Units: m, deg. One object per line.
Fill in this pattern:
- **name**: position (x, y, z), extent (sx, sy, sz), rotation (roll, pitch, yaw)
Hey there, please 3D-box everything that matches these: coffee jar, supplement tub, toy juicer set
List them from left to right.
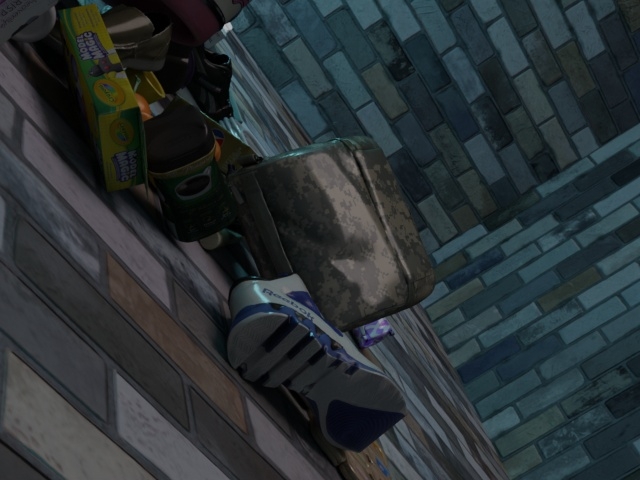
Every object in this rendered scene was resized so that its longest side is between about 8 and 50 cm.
- **supplement tub**: position (-0.354, -0.289, 1.205), extent (0.071, 0.071, 0.107), rotation (52, 10, -38)
- **coffee jar**: position (-0.169, -0.084, 1.272), extent (0.079, 0.096, 0.184), rotation (59, -12, 35)
- **toy juicer set**: position (-0.187, -0.108, 1.467), extent (0.329, 0.089, 0.209), rotation (55, 7, -19)

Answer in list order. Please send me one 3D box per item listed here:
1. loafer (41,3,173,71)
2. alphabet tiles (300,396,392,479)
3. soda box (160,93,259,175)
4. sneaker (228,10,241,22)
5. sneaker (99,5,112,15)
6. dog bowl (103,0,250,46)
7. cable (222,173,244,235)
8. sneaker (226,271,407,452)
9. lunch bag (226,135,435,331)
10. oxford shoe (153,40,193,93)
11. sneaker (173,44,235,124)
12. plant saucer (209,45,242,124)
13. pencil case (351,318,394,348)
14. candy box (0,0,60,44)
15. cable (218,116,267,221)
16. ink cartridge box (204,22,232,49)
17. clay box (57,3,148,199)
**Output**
- **loafer**: position (-0.283, -0.284, 1.364), extent (0.094, 0.087, 0.251), rotation (35, 20, 11)
- **alphabet tiles**: position (0.023, 0.270, 1.524), extent (0.278, 0.021, 0.284), rotation (52, 8, -16)
- **soda box**: position (-0.179, -0.161, 1.627), extent (0.181, 0.058, 0.061), rotation (38, -3, 29)
- **sneaker**: position (-0.239, -0.488, 1.895), extent (0.282, 0.099, 0.153), rotation (42, -21, 51)
- **sneaker**: position (-0.306, -0.405, 1.757), extent (0.086, 0.132, 0.228), rotation (55, 8, -21)
- **dog bowl**: position (-0.282, -0.446, 1.511), extent (0.408, 0.150, 0.408), rotation (32, -5, 3)
- **cable**: position (-0.062, -0.056, 1.691), extent (0.287, 0.072, 0.139), rotation (11, 40, -22)
- **sneaker**: position (-0.015, 0.137, 1.357), extent (0.315, 0.127, 0.182), rotation (43, 15, -35)
- **lunch bag**: position (0.000, 0.000, 1.533), extent (0.256, 0.213, 0.305), rotation (-18, 86, -58)
- **oxford shoe**: position (-0.253, -0.372, 1.797), extent (0.076, 0.212, 0.076), rotation (17, 24, -26)
- **sneaker**: position (-0.208, -0.295, 1.969), extent (0.283, 0.124, 0.107), rotation (51, 10, -43)
- **plant saucer**: position (-0.221, -0.320, 2.152), extent (0.018, 0.067, 0.192), rotation (-6, 70, -48)
- **pencil case**: position (0.072, 0.139, 2.180), extent (0.088, 0.086, 0.206), rotation (-15, 69, -53)
- **candy box**: position (-0.353, -0.351, 1.131), extent (0.233, 0.159, 0.071), rotation (61, 10, 31)
- **cable**: position (-0.126, -0.106, 1.867), extent (0.257, 0.089, 0.257), rotation (56, 7, -4)
- **ink cartridge box**: position (-0.268, -0.448, 2.142), extent (0.092, 0.143, 0.090), rotation (55, 8, -19)
- **clay box**: position (-0.254, -0.159, 1.185), extent (0.127, 0.053, 0.222), rotation (97, -27, -50)
